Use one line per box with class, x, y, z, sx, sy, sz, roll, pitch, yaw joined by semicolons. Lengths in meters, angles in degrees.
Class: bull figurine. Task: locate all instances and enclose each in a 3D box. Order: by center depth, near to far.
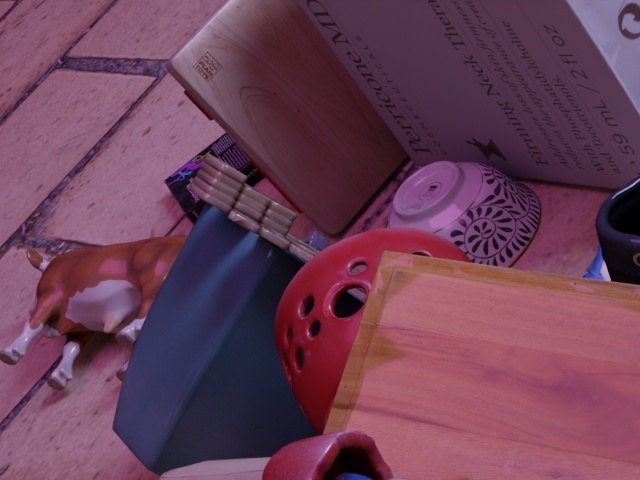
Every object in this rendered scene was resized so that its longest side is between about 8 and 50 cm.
bull figurine;-0.250;0.071;1.952;0.310;0.101;0.188;-15;41;39

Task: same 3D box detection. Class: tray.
tray;0.207;0.133;1.213;0.411;0.076;0.203;8;68;28

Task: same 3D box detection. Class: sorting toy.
sorting toy;-0.007;-0.181;1.900;0.255;0.257;0.089;-49;14;-19

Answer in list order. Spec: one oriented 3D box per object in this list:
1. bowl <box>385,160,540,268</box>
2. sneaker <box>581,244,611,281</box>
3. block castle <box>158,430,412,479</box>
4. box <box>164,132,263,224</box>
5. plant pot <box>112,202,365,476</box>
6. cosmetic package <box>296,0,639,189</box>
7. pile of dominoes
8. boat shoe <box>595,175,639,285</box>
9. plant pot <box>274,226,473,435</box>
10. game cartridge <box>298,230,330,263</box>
bowl;0.122;-0.025;1.699;0.170;0.080;0.170;-28;30;18
sneaker;0.224;0.052;1.500;0.084;0.058;0.152;-12;44;24
block castle;-0.023;0.375;1.070;0.213;0.303;0.453;-9;42;38
box;-0.107;-0.093;2.096;0.162;0.029;0.116;-37;29;0
plant pot;-0.079;0.118;1.627;0.234;0.165;0.166;-56;31;0
cosmetic package;0.227;-0.279;1.687;0.327;0.329;0.394;-50;31;-20
pile of dominoes;0.000;0.000;1.602;0.040;0.251;0.196;-61;23;2
boat shoe;0.439;-0.068;1.340;0.500;0.156;0.187;-28;29;15
plant pot;0.070;0.113;1.462;0.191;0.191;0.174;-33;39;9
game cartridge;-0.012;0.038;1.778;0.017;0.056;0.083;-6;41;53
